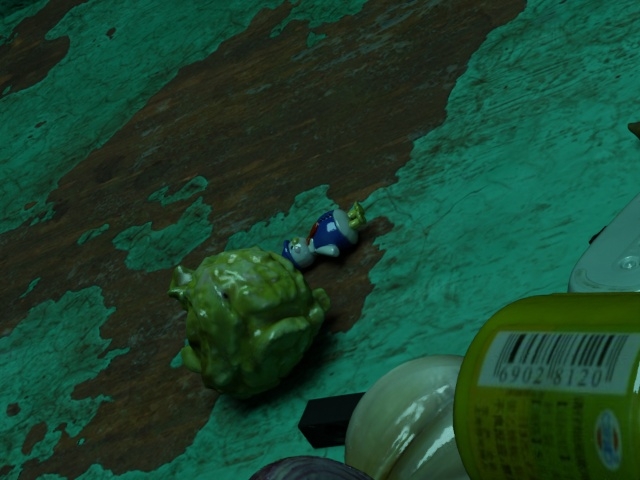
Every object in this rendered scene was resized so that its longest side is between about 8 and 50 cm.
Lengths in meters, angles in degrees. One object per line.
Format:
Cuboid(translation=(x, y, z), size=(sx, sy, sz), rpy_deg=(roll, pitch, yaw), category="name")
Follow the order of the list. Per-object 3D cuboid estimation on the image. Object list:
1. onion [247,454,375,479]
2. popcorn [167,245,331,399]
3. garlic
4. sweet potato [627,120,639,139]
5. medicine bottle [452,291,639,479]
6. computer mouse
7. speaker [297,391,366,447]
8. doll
Cuboid(translation=(-0.018, 0.340, 1.363), size=(0.256, 0.272, 0.230), rpy_deg=(-42, 19, 0), category="onion")
Cuboid(translation=(-0.096, 0.095, 1.820), size=(0.187, 0.185, 0.167), rpy_deg=(-29, 12, 28), category="popcorn")
Cuboid(translation=(0.131, 0.200, 1.488), size=(0.228, 0.110, 0.217), rpy_deg=(-38, 46, -17), category="garlic")
Cuboid(translation=(0.428, -0.109, 1.700), size=(0.065, 0.051, 0.218), rpy_deg=(-40, 31, -3), category="sweet potato")
Cuboid(translation=(0.314, 0.152, 1.244), size=(0.384, 0.224, 0.224), rpy_deg=(-6, 41, 54), category="medicine bottle")
Cuboid(translation=(0.372, 0.023, 1.535), size=(0.159, 0.097, 0.288), rpy_deg=(5, 38, 49), category="computer mouse")
Cuboid(translation=(0.066, 0.196, 1.651), size=(0.191, 0.040, 0.046), rpy_deg=(-12, 36, 35), category="speaker")
Cuboid(translation=(0.000, 0.000, 1.975), size=(0.143, 0.057, 0.099), rpy_deg=(-32, 31, 18), category="doll")
